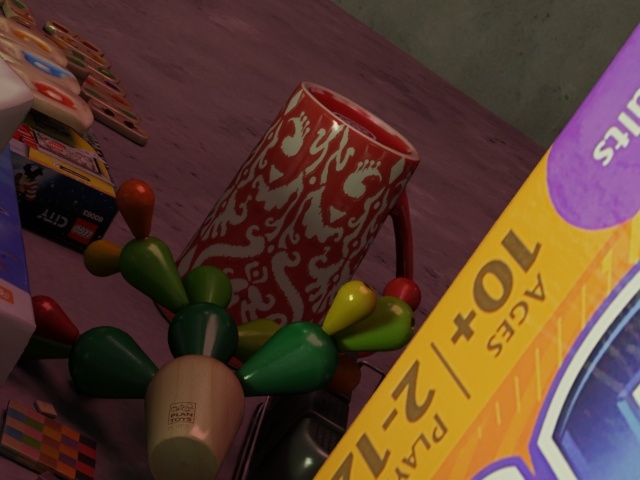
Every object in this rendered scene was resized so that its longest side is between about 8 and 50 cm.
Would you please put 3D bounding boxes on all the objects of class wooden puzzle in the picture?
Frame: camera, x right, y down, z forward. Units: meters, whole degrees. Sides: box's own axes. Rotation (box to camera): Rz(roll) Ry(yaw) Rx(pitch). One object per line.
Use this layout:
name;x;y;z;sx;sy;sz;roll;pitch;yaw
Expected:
wooden puzzle;-0.132;0.100;0.842;0.049;0.006;0.083;29;15;-14

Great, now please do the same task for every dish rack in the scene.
dish rack;0.088;0.161;0.968;0.271;0.074;0.208;30;15;-4

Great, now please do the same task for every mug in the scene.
mug;-0.007;-0.006;1.135;0.150;0.169;0.113;15;22;-49

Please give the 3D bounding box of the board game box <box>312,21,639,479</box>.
board game box;0.199;0.205;0.462;0.356;0.356;0.356;25;18;-32

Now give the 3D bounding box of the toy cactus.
toy cactus;-0.056;0.054;0.886;0.219;0.112;0.180;7;29;-2

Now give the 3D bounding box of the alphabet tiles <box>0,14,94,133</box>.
alphabet tiles;-0.287;-0.157;1.160;0.278;0.021;0.284;25;15;-27

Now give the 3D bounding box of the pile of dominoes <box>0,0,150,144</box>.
pile of dominoes;-0.242;-0.179;1.480;0.196;0.040;0.251;25;16;-28

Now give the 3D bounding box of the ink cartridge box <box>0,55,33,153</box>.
ink cartridge box;-0.279;-0.064;0.673;0.201;0.117;0.278;47;30;10

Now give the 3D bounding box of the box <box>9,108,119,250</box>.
box;-0.250;-0.085;1.132;0.233;0.044;0.159;26;15;-26

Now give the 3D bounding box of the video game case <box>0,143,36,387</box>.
video game case;-0.274;-0.039;0.897;0.244;0.061;0.269;27;15;-23
